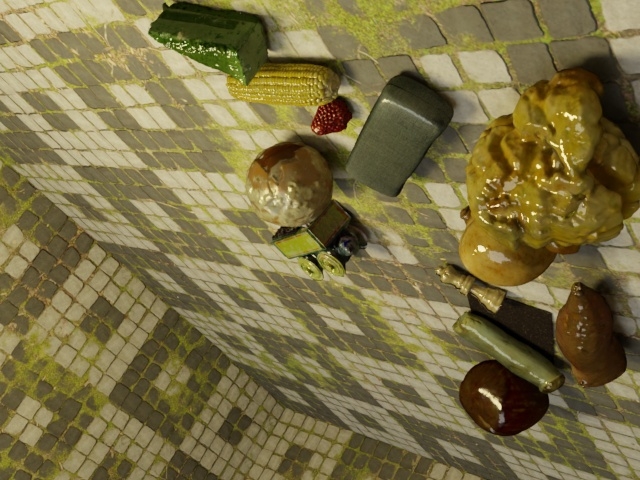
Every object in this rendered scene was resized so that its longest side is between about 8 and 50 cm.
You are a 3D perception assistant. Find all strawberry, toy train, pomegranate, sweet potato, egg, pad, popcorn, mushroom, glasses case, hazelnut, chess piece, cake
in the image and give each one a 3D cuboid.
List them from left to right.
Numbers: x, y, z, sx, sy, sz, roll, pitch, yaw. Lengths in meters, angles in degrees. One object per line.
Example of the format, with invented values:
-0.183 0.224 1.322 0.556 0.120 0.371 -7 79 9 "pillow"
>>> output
-0.212 -0.376 1.459 0.235 0.100 0.099 18 154 27 "cake"
-0.071 -0.123 1.693 0.195 0.195 0.233 42 170 -24 "egg"
0.000 0.000 1.936 0.177 0.134 0.261 47 153 -14 "toy train"
0.018 -0.234 1.495 0.073 0.083 0.073 34 164 11 "strawberry"
0.139 -0.187 1.446 0.131 0.074 0.323 32 157 1 "glasses case"
0.350 0.109 1.813 0.172 0.060 0.060 28 157 10 "chess piece"
0.347 -0.003 1.452 0.196 0.196 0.196 26 157 12 "pomegranate"
0.506 0.416 2.103 0.234 0.218 0.218 34 167 49 "hazelnut"
0.488 0.286 1.967 0.312 0.081 0.100 34 154 3 "mushroom"
0.486 0.227 1.952 0.220 0.004 0.330 18 154 27 "pad"
0.360 -0.104 1.175 0.265 0.225 0.332 31 146 14 "popcorn"
0.559 0.186 1.628 0.131 0.131 0.336 11 149 40 "sweet potato"

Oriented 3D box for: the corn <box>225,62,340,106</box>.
-0.072 -0.299 1.471 0.248 0.081 0.081 11 150 37 "corn"
